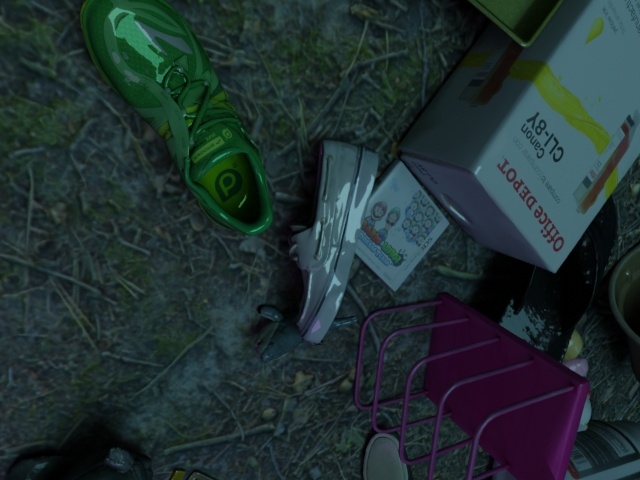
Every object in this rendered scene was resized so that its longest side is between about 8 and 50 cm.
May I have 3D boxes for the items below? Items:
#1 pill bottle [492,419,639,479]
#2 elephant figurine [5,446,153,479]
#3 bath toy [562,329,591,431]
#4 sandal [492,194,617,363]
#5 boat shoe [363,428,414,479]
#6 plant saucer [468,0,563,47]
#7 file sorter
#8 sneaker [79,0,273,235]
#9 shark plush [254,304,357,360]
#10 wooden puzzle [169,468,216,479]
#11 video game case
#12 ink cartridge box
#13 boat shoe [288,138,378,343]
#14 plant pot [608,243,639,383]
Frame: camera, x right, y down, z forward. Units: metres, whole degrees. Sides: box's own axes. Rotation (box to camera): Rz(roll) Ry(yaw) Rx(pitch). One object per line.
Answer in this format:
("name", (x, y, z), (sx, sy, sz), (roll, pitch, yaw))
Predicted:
("pill bottle", (0.570, 0.506, 1.190), (0.363, 0.210, 0.210), (0, 108, -29))
("elephant figurine", (-0.315, 0.341, 0.639), (0.239, 0.169, 0.186), (-12, 86, -11))
("bath toy", (0.454, 0.248, 1.091), (0.151, 0.129, 0.348), (-19, 127, 27))
("sandal", (0.391, 0.071, 0.911), (0.167, 0.107, 0.446), (20, 83, 1))
("boat shoe", (0.131, 0.432, 1.000), (0.079, 0.084, 0.233), (-45, 128, -58))
("plant saucer", (0.244, -0.375, 0.722), (0.188, 0.045, 0.188), (37, 86, -7))
("file sorter", (0.196, 0.237, 0.821), (0.182, 0.291, 0.202), (-6, 112, -27))
("sneaker", (-0.126, -0.126, 0.578), (0.109, 0.123, 0.295), (-39, 124, -12))
("shark plush", (-0.022, 0.137, 0.780), (0.161, 0.067, 0.073), (4, 106, -33))
("wooden puzzle", (-0.183, 0.378, 0.809), (0.116, 0.014, 0.078), (37, 88, -36))
("video game case", (0.113, -0.019, 0.832), (0.143, 0.019, 0.157), (-50, 126, -5))
("ink cartridge box", (0.341, -0.187, 0.819), (0.279, 0.160, 0.384), (39, 86, -36))
("boat shoe", (0.000, 0.000, 0.724), (0.088, 0.096, 0.267), (15, 99, -8))
("plant pot", (0.803, 0.205, 1.189), (0.334, 0.334, 0.305), (-39, 135, -13))
